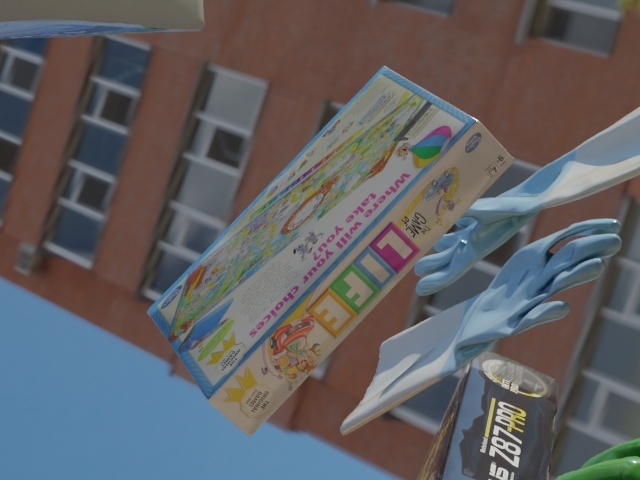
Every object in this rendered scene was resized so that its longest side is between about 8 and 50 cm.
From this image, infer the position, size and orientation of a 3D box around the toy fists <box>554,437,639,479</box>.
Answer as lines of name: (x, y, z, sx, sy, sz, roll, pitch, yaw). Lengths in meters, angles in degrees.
toy fists: (0.244, 0.177, 0.970, 0.279, 0.142, 0.096, -1, -35, -37)

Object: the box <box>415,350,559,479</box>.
box: (0.082, 0.321, 1.383, 0.318, 0.097, 0.395, -52, -16, -69)

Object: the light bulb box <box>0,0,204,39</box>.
light bulb box: (-0.278, -0.206, 0.800, 0.361, 0.358, 0.225, -22, -68, -73)

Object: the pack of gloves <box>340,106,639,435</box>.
pack of gloves: (0.103, 0.000, 1.000, 0.046, 0.232, 0.195, 43, -133, -12)

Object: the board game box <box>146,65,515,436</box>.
board game box: (0.000, 0.000, 0.699, 0.154, 0.103, 0.026, -46, -64, 0)
